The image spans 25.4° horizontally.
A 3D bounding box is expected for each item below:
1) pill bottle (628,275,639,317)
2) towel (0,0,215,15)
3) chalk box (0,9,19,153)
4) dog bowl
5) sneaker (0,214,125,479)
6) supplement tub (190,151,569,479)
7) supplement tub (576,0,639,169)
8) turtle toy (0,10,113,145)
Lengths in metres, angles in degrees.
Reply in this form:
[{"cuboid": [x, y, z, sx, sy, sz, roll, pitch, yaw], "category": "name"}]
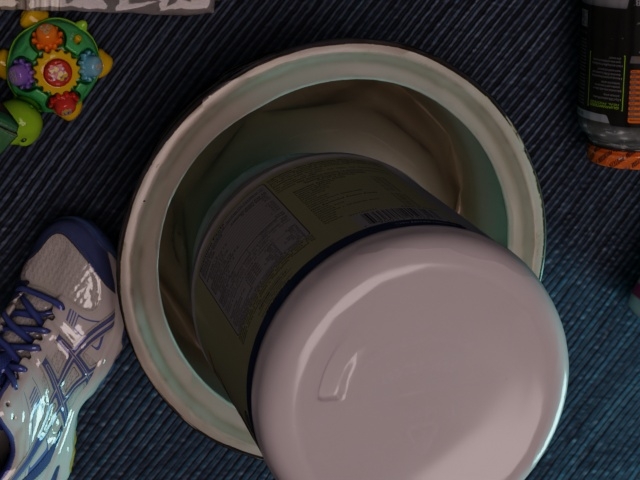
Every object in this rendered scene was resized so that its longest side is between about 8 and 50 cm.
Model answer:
[{"cuboid": [0.453, -0.019, 1.479, 0.160, 0.160, 0.283, 23, 99, -22], "category": "pill bottle"}, {"cuboid": [-0.181, -0.351, 1.210, 0.312, 0.056, 0.324, -5, 109, -16], "category": "towel"}, {"cuboid": [-0.382, -0.109, 1.130, 0.289, 0.180, 0.179, -47, 155, 7], "category": "chalk box"}, {"cuboid": [0.000, 0.000, 1.353, 0.408, 0.150, 0.408, -5, 108, -15], "category": "dog bowl"}, {"cuboid": [-0.266, 0.120, 1.292, 0.112, 0.131, 0.296, 15, 92, 24], "category": "sneaker"}, {"cuboid": [0.027, 0.063, 1.122, 0.235, 0.325, 0.235, -5, 108, -16], "category": "supplement tub"}, {"cuboid": [0.314, -0.173, 1.412, 0.117, 0.117, 0.190, -5, 109, -15], "category": "supplement tub"}, {"cuboid": [-0.247, -0.143, 1.275, 0.095, 0.066, 0.130, 33, 95, -23], "category": "turtle toy"}]
